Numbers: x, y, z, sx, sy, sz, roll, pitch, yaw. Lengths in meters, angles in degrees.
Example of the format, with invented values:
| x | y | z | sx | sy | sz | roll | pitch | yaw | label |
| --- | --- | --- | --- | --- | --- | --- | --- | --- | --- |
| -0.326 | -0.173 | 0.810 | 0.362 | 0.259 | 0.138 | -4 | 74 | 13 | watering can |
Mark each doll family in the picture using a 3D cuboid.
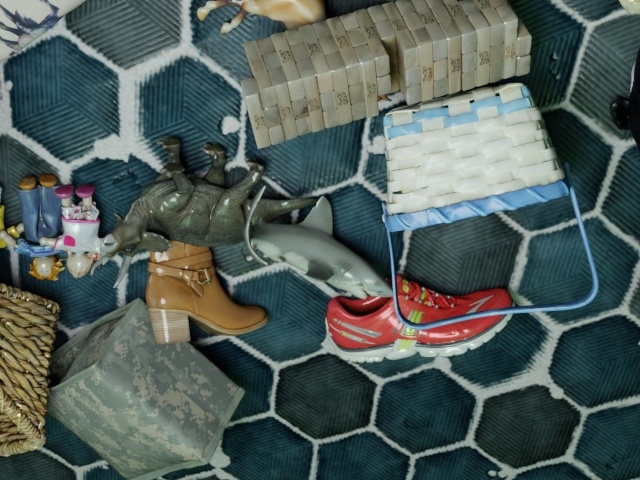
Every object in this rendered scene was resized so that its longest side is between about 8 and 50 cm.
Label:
| x | y | z | sx | sy | sz | roll | pitch | yaw | label |
| --- | --- | --- | --- | --- | --- | --- | --- | --- | --- |
| -0.432 | -0.014 | 1.304 | 0.262 | 0.118 | 0.163 | -1 | 117 | -14 | doll family |

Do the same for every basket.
| x | y | z | sx | sy | sz | roll | pitch | yaw | label |
| --- | --- | --- | --- | --- | --- | --- | --- | --- | --- |
| -0.550 | 0.190 | 1.289 | 0.299 | 0.223 | 0.213 | -12 | 156 | 30 | basket |
| 0.201 | -0.042 | 1.131 | 0.254 | 0.201 | 0.289 | -8 | 92 | 11 | basket |

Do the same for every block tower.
| x | y | z | sx | sy | sz | roll | pitch | yaw | label |
| --- | --- | --- | --- | --- | --- | --- | --- | --- | --- |
| 0.070 | -0.212 | 1.059 | 0.335 | 0.097 | 0.091 | -17 | 142 | -3 | block tower |

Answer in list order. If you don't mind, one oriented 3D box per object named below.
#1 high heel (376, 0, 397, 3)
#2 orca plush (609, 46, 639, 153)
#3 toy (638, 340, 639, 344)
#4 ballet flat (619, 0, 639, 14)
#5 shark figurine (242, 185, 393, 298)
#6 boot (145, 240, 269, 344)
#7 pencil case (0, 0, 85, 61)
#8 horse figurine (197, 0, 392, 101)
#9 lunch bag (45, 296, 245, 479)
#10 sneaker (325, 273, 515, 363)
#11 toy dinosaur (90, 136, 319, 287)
| x | y | z | sx | sy | sz | roll | pitch | yaw | label |
| --- | --- | --- | --- | --- | --- | --- | --- | --- | --- |
| 0.078 | -0.386 | 1.005 | 0.186 | 0.093 | 0.261 | 19 | 131 | -13 | high heel |
| 0.446 | -0.184 | 1.091 | 0.151 | 0.102 | 0.287 | 8 | 122 | 1 | orca plush |
| 0.482 | 0.014 | 1.222 | 0.056 | 0.136 | 0.237 | 36 | 132 | 31 | toy |
| 0.366 | -0.342 | 1.028 | 0.057 | 0.049 | 0.173 | 0 | 119 | 7 | ballet flat |
| -0.026 | -0.012 | 1.228 | 0.278 | 0.166 | 0.116 | 25 | 89 | -42 | shark figurine |
| -0.163 | 0.066 | 1.327 | 0.073 | 0.197 | 0.153 | -7 | 87 | 50 | boot |
| -0.353 | -0.311 | 1.062 | 0.410 | 0.160 | 0.183 | -29 | 132 | 22 | pencil case |
| -0.038 | -0.251 | 1.124 | 0.174 | 0.066 | 0.263 | -15 | 122 | 22 | horse figurine |
| -0.300 | 0.245 | 1.396 | 0.235 | 0.169 | 0.287 | 45 | 135 | -19 | lunch bag |
| 0.140 | 0.102 | 1.307 | 0.278 | 0.107 | 0.118 | -12 | 111 | 10 | sneaker |
| -0.163 | -0.047 | 1.248 | 0.313 | 0.121 | 0.160 | -5 | 126 | -28 | toy dinosaur |
